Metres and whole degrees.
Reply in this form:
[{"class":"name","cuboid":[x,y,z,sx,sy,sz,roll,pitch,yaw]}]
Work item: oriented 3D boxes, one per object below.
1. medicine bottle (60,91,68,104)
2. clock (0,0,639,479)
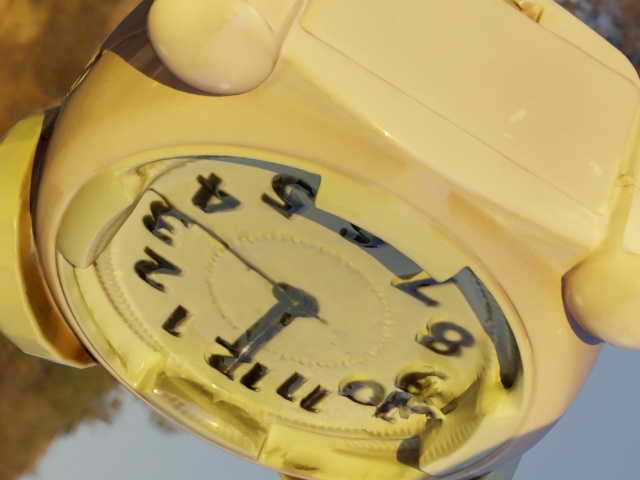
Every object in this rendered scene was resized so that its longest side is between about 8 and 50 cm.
[{"class":"medicine bottle","cuboid":[-0.140,-0.075,1.391,0.055,0.118,0.074,-12,-105,47]},{"class":"clock","cuboid":[0.000,0.000,0.931,0.326,0.342,0.184,-50,-172,44]}]
